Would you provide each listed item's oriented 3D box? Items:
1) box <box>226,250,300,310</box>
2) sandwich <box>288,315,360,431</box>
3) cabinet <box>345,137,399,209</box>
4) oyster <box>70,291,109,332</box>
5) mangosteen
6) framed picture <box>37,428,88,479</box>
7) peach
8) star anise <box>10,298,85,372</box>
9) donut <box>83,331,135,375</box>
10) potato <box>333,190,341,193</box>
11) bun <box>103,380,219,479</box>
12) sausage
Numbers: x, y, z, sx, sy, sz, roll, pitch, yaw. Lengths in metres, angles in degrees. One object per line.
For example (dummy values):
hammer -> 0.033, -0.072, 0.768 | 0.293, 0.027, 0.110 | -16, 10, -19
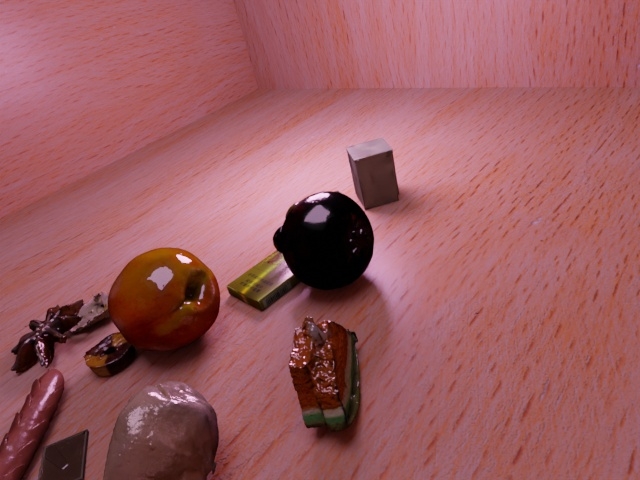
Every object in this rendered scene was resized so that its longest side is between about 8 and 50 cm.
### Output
box -> -0.132, 0.100, 1.656 | 0.173, 0.043, 0.311 | 18, 44, 42
sandwich -> 0.008, 0.290, 1.146 | 0.109, 0.212, 0.292 | -22, 42, 17
cabinet -> 0.201, -0.252, 1.928 | 0.150, 0.206, 0.145 | -16, 30, -3
oyster -> -0.738, 0.236, 1.681 | 0.209, 0.072, 0.133 | -38, 39, -1
mangosteen -> 0.000, -0.001, 1.515 | 0.314, 0.296, 0.297 | 4, 35, 17
framed picture -> -0.604, 0.521, 1.200 | 0.109, 0.011, 0.149 | -20, 30, -9
peach -> -0.452, 0.166, 1.458 | 0.333, 0.307, 0.308 | -5, 30, 34
star anise -> -0.843, 0.290, 1.593 | 0.288, 0.088, 0.288 | -24, 34, 17
donut -> -0.599, 0.327, 1.469 | 0.141, 0.059, 0.140 | -11, 30, 6
potato -> 0.074, -0.061, 1.762 | 0.117, 0.182, 0.202 | 22, 29, -24
bun -> -0.312, 0.419, 1.038 | 0.205, 0.281, 0.281 | 8, 29, -11
sausage -> -0.727, 0.472, 1.267 | 0.088, 0.087, 0.433 | -13, 31, 3
